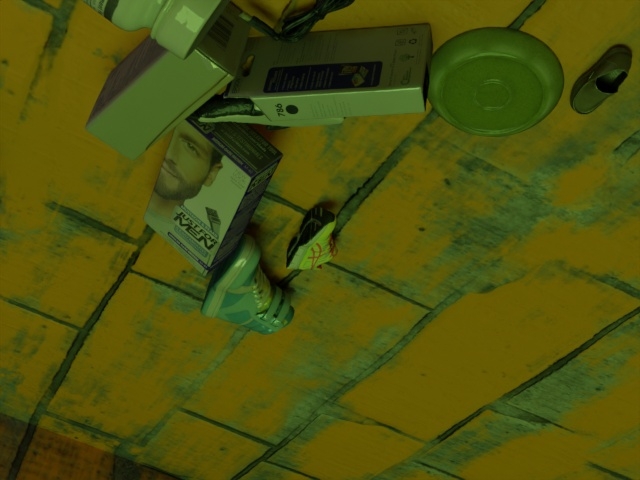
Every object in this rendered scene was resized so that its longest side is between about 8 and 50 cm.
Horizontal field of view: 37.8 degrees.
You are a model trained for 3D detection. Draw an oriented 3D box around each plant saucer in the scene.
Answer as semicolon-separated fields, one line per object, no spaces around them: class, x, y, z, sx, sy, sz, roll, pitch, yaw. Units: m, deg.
plant saucer;0.298;-0.260;1.617;0.241;0.037;0.241;7;140;6

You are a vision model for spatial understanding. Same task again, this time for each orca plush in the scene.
orca plush;-0.101;-0.262;1.677;0.287;0.102;0.151;-3;172;4

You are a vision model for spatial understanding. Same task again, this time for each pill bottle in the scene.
pill bottle;-0.301;-0.440;1.368;0.361;0.204;0.204;35;137;-9

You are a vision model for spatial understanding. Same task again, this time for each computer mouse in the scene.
computer mouse;-0.084;-0.428;1.497;0.262;0.060;0.184;27;136;-35

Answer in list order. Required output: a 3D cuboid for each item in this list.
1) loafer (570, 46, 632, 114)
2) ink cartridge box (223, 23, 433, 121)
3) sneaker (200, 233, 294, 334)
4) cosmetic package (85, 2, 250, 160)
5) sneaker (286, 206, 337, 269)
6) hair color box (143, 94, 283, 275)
loafer;0.466;-0.260;1.563;0.056;0.050;0.148;18;140;-8
ink cartridge box;0.016;-0.280;1.563;0.333;0.165;0.065;1;141;14
sneaker;-0.135;0.105;2.099;0.208;0.127;0.319;22;149;-9
cosmetic package;-0.267;-0.288;1.629;0.113;0.160;0.309;34;137;-26
sneaker;0.000;0.000;1.981;0.094;0.081;0.208;15;148;-15
hair color box;-0.219;-0.101;1.830;0.185;0.110;0.339;41;138;9
